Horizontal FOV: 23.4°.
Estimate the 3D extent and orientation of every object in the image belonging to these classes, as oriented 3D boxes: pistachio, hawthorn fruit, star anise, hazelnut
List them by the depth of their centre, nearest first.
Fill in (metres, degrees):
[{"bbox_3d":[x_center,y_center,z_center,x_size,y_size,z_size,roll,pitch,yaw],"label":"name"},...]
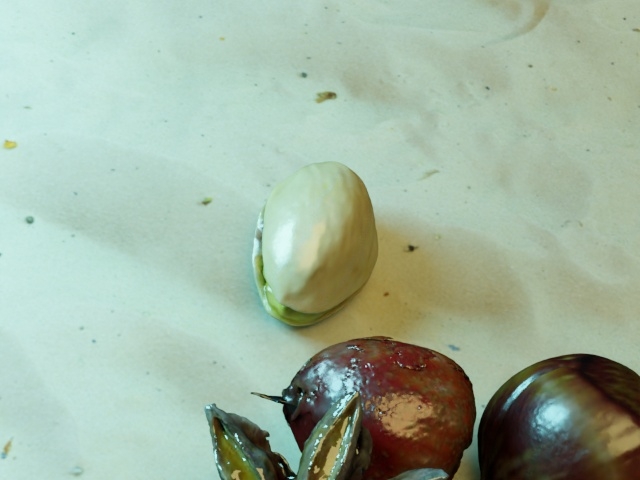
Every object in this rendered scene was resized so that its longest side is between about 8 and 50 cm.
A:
[{"bbox_3d":[-0.017,0.300,1.482,0.332,0.117,0.331,-1,88,16],"label":"star anise"},{"bbox_3d":[0.045,0.175,1.594,0.235,0.181,0.181,19,53,-7],"label":"hawthorn fruit"},{"bbox_3d":[0.269,0.227,1.637,0.230,0.229,0.229,9,55,-13],"label":"hazelnut"},{"bbox_3d":[0.000,0.000,1.740,0.145,0.117,0.200,21,54,-10],"label":"pistachio"}]
